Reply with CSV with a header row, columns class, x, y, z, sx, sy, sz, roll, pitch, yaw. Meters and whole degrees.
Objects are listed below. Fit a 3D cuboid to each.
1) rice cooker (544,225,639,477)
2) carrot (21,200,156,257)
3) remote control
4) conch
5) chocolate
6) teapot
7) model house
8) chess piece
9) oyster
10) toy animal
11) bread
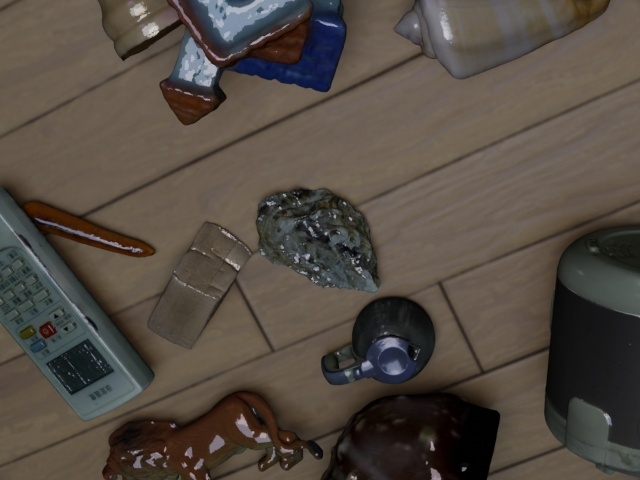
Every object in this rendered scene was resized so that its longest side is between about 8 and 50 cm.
class,x,y,z,sx,sy,sz,roll,pitch,yaw
rice cooker,0.412,0.136,1.262,0.288,0.288,0.277,2,109,6
carrot,-0.314,-0.008,1.417,0.190,0.037,0.037,20,108,-1
remote control,-0.377,0.089,1.428,0.145,0.050,0.344,-30,103,35
conch,0.208,-0.270,1.250,0.255,0.127,0.158,-4,77,-14
chocolate,0.095,0.353,1.394,0.210,0.225,0.340,16,109,10
teapot,0.076,0.137,1.380,0.149,0.108,0.111,7,106,4
model house,-0.056,-0.266,1.138,0.251,0.295,0.329,16,98,-5
chess piece,-0.298,-0.413,1.252,0.117,0.117,0.397,-30,100,14
oyster,0.000,0.000,1.372,0.177,0.064,0.125,12,112,5
toy animal,-0.161,0.286,1.465,0.312,0.097,0.157,-28,96,12
bread,-0.167,0.065,1.431,0.077,0.105,0.152,32,140,-4
